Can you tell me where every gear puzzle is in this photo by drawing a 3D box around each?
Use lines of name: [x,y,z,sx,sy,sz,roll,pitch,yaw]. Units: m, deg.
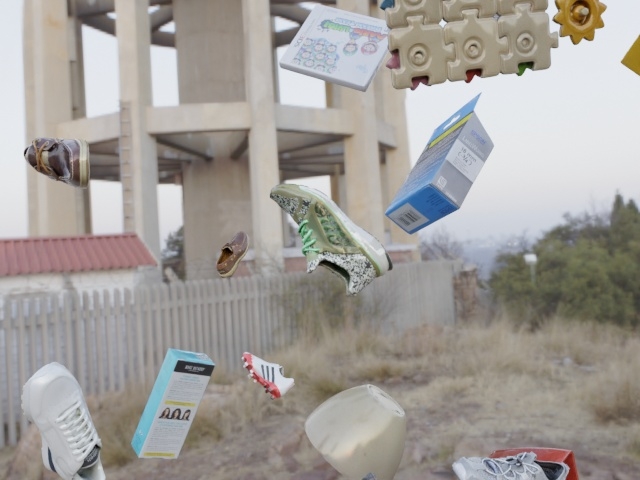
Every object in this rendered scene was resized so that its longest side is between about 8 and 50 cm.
gear puzzle: [0.245,-0.316,0.826,0.338,0.176,0.044,-10,12,-10]

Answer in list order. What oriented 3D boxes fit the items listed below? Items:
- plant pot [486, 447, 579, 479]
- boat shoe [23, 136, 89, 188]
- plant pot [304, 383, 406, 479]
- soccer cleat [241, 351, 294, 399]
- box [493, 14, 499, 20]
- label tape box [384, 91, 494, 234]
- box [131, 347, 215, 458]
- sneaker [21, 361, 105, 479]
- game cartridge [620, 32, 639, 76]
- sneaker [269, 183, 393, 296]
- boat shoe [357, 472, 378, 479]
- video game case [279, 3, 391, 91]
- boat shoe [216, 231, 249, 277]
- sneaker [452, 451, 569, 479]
plant pot: [0.569,0.750,1.682,0.267,0.268,0.235,-27,18,-37]
boat shoe: [-0.660,-0.198,1.455,0.123,0.123,0.342,-5,18,-35]
plant pot: [0.123,0.509,1.615,0.284,0.191,0.284,35,4,-3]
soccer cleat: [-0.065,0.159,0.713,0.035,0.029,0.083,-27,38,-28]
box: [0.320,-0.375,1.034,0.116,0.162,0.029,-16,-7,-25]
label tape box: [0.333,-0.198,1.561,0.106,0.334,0.240,37,-25,-9]
box: [-0.338,0.374,1.347,0.100,0.244,0.060,20,5,-39]
sneaker: [-0.384,0.288,0.911,0.094,0.235,0.090,23,41,31]
game cartridge: [0.819,-0.369,1.213,0.052,0.324,0.285,-40,-17,-13]
sneaker: [0.000,0.000,1.642,0.182,0.410,0.158,-48,-9,-23]
boat shoe: [0.098,0.545,1.287,0.056,0.049,0.152,-3,-33,-24]
video game case: [0.032,-0.320,0.971,0.157,0.143,0.019,21,-23,17]
boat shoe: [-0.277,0.034,1.855,0.064,0.178,0.060,1,-42,27]
sneaker: [0.384,0.464,1.192,0.281,0.115,0.105,19,20,-30]
